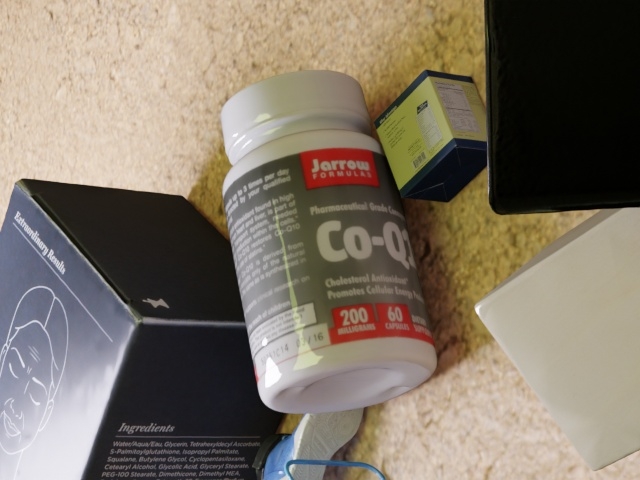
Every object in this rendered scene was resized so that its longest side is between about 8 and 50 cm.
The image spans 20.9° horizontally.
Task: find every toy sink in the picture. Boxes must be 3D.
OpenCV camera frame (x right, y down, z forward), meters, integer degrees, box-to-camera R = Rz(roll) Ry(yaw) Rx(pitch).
[{"bbox_3d":[0.254,0.034,1.224,0.153,0.131,0.234,53,136,2],"label":"toy sink"}]

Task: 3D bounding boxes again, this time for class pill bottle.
[{"bbox_3d":[0.000,0.000,1.565,0.161,0.161,0.283,-34,60,45],"label":"pill bottle"}]

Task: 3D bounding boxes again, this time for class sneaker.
[{"bbox_3d":[-0.015,0.187,1.645,0.084,0.058,0.152,31,100,63],"label":"sneaker"}]

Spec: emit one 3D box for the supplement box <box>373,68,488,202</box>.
[{"bbox_3d":[0.102,-0.092,1.529,0.083,0.056,0.083,-44,53,40],"label":"supplement box"}]

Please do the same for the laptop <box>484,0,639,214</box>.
[{"bbox_3d":[0.275,-0.255,1.117,0.236,0.382,0.408,91,174,-49],"label":"laptop"}]

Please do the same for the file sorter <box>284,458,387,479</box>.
[{"bbox_3d":[-0.004,0.294,1.575,0.170,0.118,0.104,-63,39,26],"label":"file sorter"}]

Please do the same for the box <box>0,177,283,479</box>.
[{"bbox_3d":[-0.221,0.179,1.787,0.293,0.212,0.395,44,120,46],"label":"box"}]
